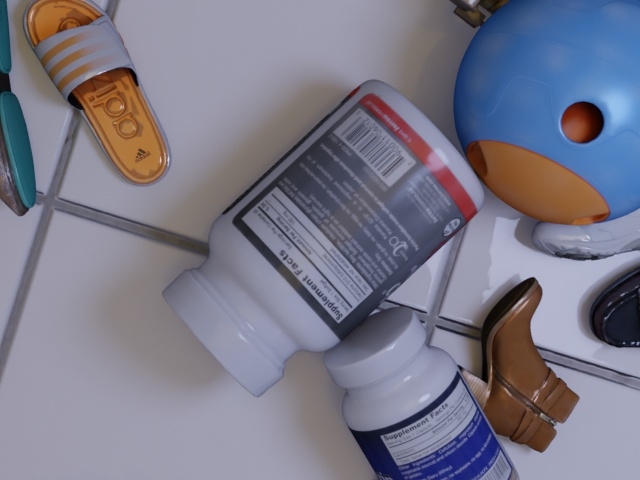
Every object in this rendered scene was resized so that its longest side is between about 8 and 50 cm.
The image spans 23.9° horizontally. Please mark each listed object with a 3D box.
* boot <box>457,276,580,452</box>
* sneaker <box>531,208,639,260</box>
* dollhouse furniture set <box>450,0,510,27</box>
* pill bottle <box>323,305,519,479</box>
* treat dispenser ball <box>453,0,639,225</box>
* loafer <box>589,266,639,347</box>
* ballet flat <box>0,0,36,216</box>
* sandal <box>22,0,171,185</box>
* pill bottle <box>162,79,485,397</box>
[{"bbox_3d":[0.264,0.158,1.894,0.152,0.073,0.197,31,101,-5],"label":"boot"},{"bbox_3d":[0.371,-0.036,1.896,0.232,0.090,0.115,-5,86,-14],"label":"sneaker"},{"bbox_3d":[0.242,-0.309,1.832,0.123,0.151,0.144,36,90,-6],"label":"dollhouse furniture set"},{"bbox_3d":[0.119,0.221,1.818,0.153,0.153,0.264,-31,106,-4],"label":"pill bottle"},{"bbox_3d":[0.300,-0.161,1.773,0.288,0.288,0.288,0,92,-6],"label":"treat dispenser ball"},{"bbox_3d":[0.491,0.072,1.890,0.303,0.095,0.109,-14,111,-6],"label":"loafer"},{"bbox_3d":[-0.414,-0.178,1.806,0.106,0.107,0.316,-10,86,6],"label":"ballet flat"},{"bbox_3d":[-0.261,-0.188,1.824,0.102,0.076,0.265,-33,95,-4],"label":"sandal"},{"bbox_3d":[0.000,0.000,1.791,0.363,0.210,0.210,-43,95,-2],"label":"pill bottle"}]
